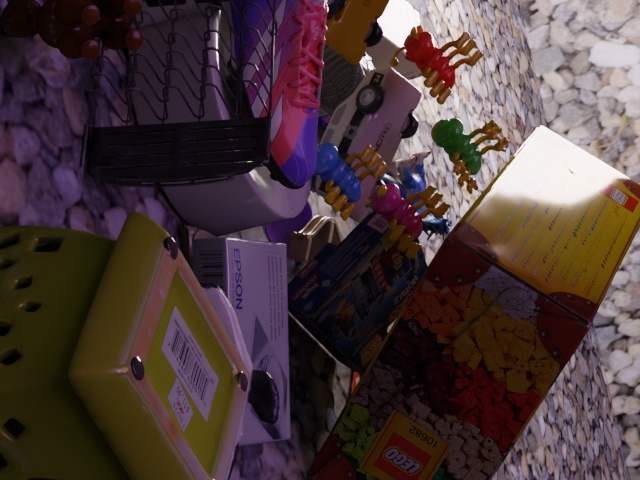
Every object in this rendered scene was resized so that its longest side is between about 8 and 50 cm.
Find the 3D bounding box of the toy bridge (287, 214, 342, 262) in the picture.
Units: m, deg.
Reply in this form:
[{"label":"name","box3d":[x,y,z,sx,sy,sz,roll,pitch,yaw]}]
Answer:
[{"label":"toy bridge","box3d":[0.000,0.000,2.116,0.188,0.026,0.063,17,83,-73]}]

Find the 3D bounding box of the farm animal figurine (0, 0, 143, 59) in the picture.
[{"label":"farm animal figurine","box3d":[-0.243,-0.344,1.487,0.327,0.172,0.330,-43,129,-19]}]

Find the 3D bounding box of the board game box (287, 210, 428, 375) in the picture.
[{"label":"board game box","box3d":[0.051,0.075,2.096,0.194,0.060,0.194,-45,143,-20]}]

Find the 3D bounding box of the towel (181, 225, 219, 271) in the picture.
[{"label":"towel","box3d":[-0.110,0.047,1.832,0.148,0.027,0.110,28,53,-65]}]

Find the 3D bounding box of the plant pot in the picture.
[{"label":"plant pot","box3d":[-0.187,0.121,1.303,0.227,0.207,0.228,-77,147,-51]}]

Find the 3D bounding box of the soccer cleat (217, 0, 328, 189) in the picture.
[{"label":"soccer cleat","box3d":[-0.038,-0.216,1.764,0.108,0.116,0.318,-7,84,-71]}]

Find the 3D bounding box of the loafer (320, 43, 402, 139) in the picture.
[{"label":"loafer","box3d":[0.024,-0.222,2.219,0.251,0.094,0.087,53,16,-37]}]

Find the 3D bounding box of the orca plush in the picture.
[{"label":"orca plush","box3d":[-0.114,0.189,1.625,0.102,0.151,0.287,157,-83,-78]}]

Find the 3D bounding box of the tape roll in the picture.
[{"label":"tape roll","box3d":[-0.108,-0.152,1.859,0.286,0.100,0.286,-13,90,-70]}]

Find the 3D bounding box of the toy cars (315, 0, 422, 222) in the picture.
[{"label":"toy cars","box3d":[0.041,-0.219,2.022,0.176,0.087,0.394,-25,124,-40]}]

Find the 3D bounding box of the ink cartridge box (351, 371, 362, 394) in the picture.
[{"label":"ink cartridge box","box3d":[0.094,0.240,2.247,0.145,0.045,0.179,-79,152,-50]}]

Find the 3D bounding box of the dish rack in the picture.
[{"label":"dish rack","box3d":[-0.140,-0.177,1.646,0.074,0.208,0.272,73,15,-56]}]

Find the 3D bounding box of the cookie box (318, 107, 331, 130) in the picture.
[{"label":"cookie box","box3d":[0.013,-0.212,2.318,0.092,0.040,0.107,44,37,-56]}]

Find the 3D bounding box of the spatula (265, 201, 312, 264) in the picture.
[{"label":"spatula","box3d":[-0.031,-0.101,2.139,0.296,0.030,0.084,-83,150,-44]}]

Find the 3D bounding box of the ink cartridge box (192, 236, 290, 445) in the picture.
[{"label":"ink cartridge box","box3d":[-0.071,0.111,1.807,0.224,0.045,0.223,5,83,-68]}]

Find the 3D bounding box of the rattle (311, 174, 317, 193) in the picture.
[{"label":"rattle","box3d":[-0.005,-0.170,2.060,0.130,0.142,0.200,46,23,-61]}]

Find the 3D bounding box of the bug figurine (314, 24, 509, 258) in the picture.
[{"label":"bug figurine","box3d":[0.103,-0.113,1.989,0.279,0.072,0.216,-49,122,-19]}]

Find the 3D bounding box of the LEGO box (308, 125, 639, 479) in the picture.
[{"label":"LEGO box","box3d":[0.218,0.111,2.108,0.193,0.372,0.500,32,26,7]}]

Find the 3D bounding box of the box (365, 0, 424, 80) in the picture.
[{"label":"box","box3d":[0.075,-0.319,2.480,0.275,0.094,0.113,19,60,-68]}]

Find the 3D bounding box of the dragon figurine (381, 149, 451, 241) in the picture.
[{"label":"dragon figurine","box3d":[0.129,-0.051,2.469,0.289,0.085,0.144,-27,103,-71]}]
